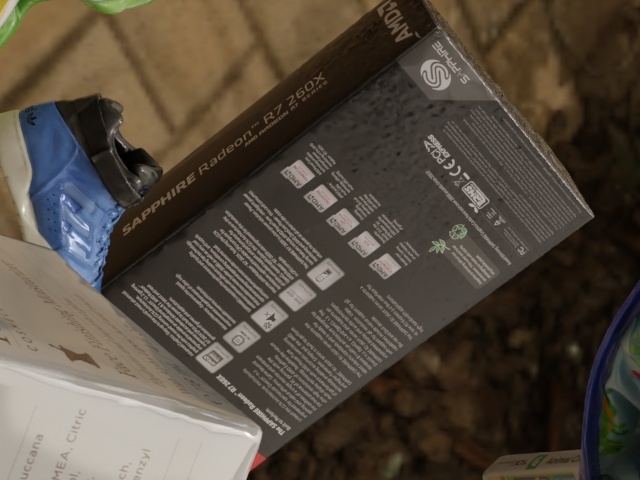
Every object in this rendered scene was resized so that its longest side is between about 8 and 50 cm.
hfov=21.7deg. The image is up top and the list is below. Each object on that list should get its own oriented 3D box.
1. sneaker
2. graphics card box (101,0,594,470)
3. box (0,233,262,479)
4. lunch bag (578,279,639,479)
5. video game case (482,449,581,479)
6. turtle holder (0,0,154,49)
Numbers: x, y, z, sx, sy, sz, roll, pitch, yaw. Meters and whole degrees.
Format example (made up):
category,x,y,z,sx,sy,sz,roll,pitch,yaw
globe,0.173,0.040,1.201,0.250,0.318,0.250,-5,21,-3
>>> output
category,x,y,z,sx,sy,sz,roll,pitch,yaw
sneaker,-0.127,-0.011,0.963,0.058,0.084,0.152,-105,180,-74
graphics card box,0.000,0.000,1.312,0.371,0.094,0.233,-37,123,12
box,-0.140,0.097,0.585,0.119,0.181,0.182,19,98,-37
lunch bag,0.156,0.035,0.501,0.128,0.151,0.096,-19,73,-21
video game case,0.196,0.200,0.901,0.023,0.193,0.212,-39,96,-22
turtle holder,-0.260,-0.170,0.918,0.320,0.227,0.243,38,87,-4
